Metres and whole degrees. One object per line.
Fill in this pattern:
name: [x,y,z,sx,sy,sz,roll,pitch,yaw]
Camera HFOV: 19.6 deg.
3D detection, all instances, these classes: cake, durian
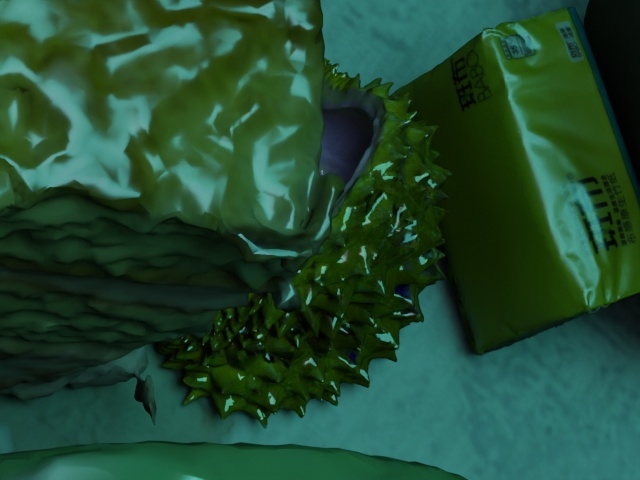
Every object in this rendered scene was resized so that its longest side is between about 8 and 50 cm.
cake: [-0.169,-0.105,0.836,0.293,0.307,0.314,8,71,-21]
durian: [0.001,0.000,1.014,0.132,0.165,0.182,16,33,21]

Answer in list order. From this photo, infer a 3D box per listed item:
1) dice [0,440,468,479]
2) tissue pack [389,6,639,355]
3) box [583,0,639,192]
dice: [-0.081,0.265,0.750,0.318,0.330,0.322,5,71,-30]
tissue pack: [0.115,-0.031,1.059,0.082,0.120,0.169,-13,81,-30]
box: [0.306,-0.099,1.066,0.301,0.301,0.216,-6,54,-28]
